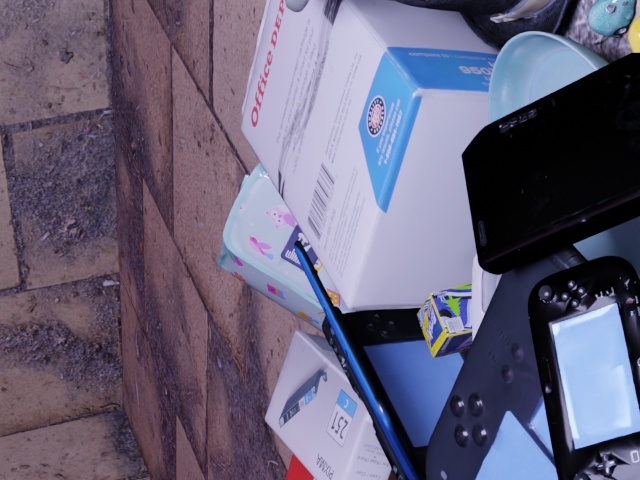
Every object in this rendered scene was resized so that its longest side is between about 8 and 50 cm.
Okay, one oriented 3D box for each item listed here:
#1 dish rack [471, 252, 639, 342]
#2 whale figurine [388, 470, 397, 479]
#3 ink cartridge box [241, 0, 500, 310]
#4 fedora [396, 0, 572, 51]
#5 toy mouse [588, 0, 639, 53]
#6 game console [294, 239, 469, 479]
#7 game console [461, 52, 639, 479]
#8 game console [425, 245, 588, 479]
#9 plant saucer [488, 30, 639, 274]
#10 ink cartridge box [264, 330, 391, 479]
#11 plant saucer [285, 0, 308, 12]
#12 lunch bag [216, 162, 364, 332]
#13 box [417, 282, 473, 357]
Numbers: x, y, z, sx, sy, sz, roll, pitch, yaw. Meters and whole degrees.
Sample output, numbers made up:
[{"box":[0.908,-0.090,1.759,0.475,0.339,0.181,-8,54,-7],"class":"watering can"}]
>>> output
[{"box":[0.264,0.150,1.468,0.333,0.072,0.285,18,113,59],"class":"dish rack"},{"box":[0.132,0.392,2.068,0.141,0.216,0.272,41,-167,-49],"class":"whale figurine"},{"box":[0.064,-0.149,1.855,0.395,0.166,0.285,-122,39,-48],"class":"ink cartridge box"},{"box":[0.133,-0.331,1.632,0.334,0.152,0.334,169,90,-72],"class":"fedora"},{"box":[0.277,-0.178,1.479,0.143,0.031,0.161,-145,46,-65],"class":"toy mouse"},{"box":[0.110,0.141,1.855,0.293,0.250,0.173,-117,32,-40],"class":"game console"},{"box":[0.232,0.035,1.333,0.213,0.044,0.361,-27,61,38],"class":"game console"},{"box":[0.239,0.226,1.406,0.386,0.060,0.342,52,140,39],"class":"game console"},{"box":[0.260,-0.054,1.525,0.317,0.044,0.317,55,157,37],"class":"plant saucer"},{"box":[0.000,0.286,2.078,0.296,0.066,0.261,36,109,66],"class":"ink cartridge box"},{"box":[0.018,-0.440,1.660,0.400,0.100,0.400,-156,90,-85],"class":"plant saucer"},{"box":[-0.011,0.002,2.103,0.223,0.160,0.262,32,160,4],"class":"lunch bag"},{"box":[0.191,0.072,1.665,0.059,0.169,0.054,113,141,-59],"class":"box"}]
